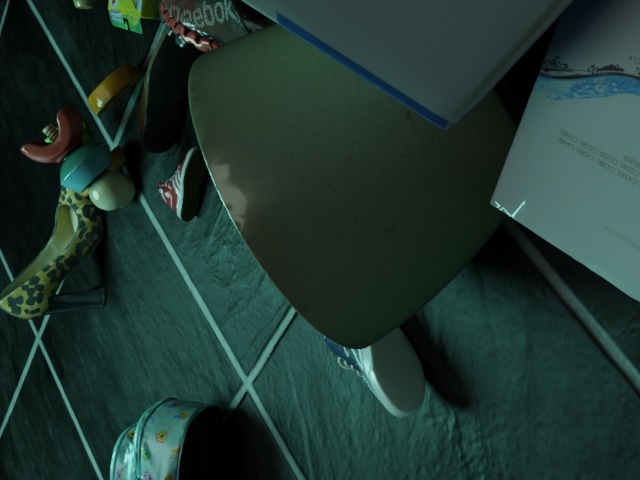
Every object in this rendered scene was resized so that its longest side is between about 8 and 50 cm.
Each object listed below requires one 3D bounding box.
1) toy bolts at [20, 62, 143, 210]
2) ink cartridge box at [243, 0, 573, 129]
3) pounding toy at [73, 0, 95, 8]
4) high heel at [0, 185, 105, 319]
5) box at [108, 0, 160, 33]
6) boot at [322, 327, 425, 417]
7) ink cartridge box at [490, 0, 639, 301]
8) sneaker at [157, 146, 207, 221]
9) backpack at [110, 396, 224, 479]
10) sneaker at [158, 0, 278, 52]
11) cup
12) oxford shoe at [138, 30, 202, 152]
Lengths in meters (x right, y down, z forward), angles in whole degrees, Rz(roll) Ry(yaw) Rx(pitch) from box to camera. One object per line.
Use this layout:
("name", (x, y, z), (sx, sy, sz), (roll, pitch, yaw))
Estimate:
("toy bolts", (-0.323, -0.140, 1.471), (0.218, 0.228, 0.158), (-41, 99, 12))
("ink cartridge box", (0.056, -0.316, 0.755), (0.166, 0.285, 0.395), (-49, 15, 41))
("pounding toy", (-0.240, -0.426, 1.348), (0.269, 0.155, 0.154), (-7, 96, 21))
("high heel", (-0.466, -0.001, 1.627), (0.093, 0.186, 0.261), (-11, 86, 50))
("box", (-0.278, -0.411, 1.469), (0.105, 0.043, 0.179), (27, 112, 45))
("boot", (0.057, 0.133, 1.124), (0.086, 0.069, 0.190), (-56, 45, 46))
("ink cartridge box", (0.294, -0.103, 0.702), (0.197, 0.198, 0.270), (39, 122, 40))
("sneaker", (-0.205, -0.093, 1.418), (0.067, 0.042, 0.119), (38, 124, 37))
("backpack", (-0.213, 0.318, 1.373), (0.144, 0.166, 0.189), (13, 100, 17))
("sneaker", (-0.112, -0.291, 1.242), (0.276, 0.097, 0.135), (40, 123, 38))
("cup", (0.067, -0.095, 0.922), (0.237, 0.331, 0.331), (-29, 70, 19))
("oxford shoe", (-0.233, -0.237, 1.415), (0.076, 0.076, 0.212), (57, 134, 42))
